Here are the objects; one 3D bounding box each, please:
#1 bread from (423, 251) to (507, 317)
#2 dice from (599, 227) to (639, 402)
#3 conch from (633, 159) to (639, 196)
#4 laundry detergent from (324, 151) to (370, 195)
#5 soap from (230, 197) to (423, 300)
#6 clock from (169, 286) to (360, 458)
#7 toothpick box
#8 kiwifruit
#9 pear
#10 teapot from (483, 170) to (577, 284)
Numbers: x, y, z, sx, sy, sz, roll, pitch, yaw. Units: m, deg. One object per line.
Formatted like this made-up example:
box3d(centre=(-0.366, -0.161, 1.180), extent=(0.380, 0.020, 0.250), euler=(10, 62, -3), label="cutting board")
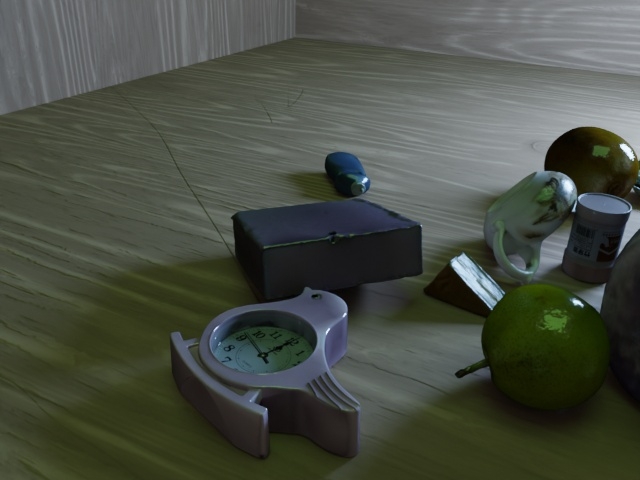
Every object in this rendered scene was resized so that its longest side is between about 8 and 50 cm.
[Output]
box3d(centre=(0.271, 0.103, 1.116), extent=(0.139, 0.084, 0.074), euler=(46, 42, 13), label="bread")
box3d(centre=(0.578, 0.108, 0.839), extent=(0.271, 0.270, 0.270), euler=(-10, 29, -23), label="dice")
box3d(centre=(0.846, -0.152, 1.546), extent=(0.153, 0.102, 0.135), euler=(-38, 48, -3), label="conch")
box3d(centre=(0.073, -0.166, 1.580), extent=(0.096, 0.061, 0.206), euler=(3, 27, -15), label="laundry detergent")
box3d(centre=(0.000, 0.000, 1.150), extent=(0.295, 0.107, 0.285), euler=(-6, 17, -15), label="soap")
box3d(centre=(-0.034, 0.183, 0.874), extent=(0.275, 0.080, 0.290), euler=(-19, 34, -34), label="clock")
box3d(centre=(0.530, -0.005, 1.190), extent=(0.098, 0.149, 0.098), euler=(1, 27, -1), label="toothpick box")
box3d(centre=(0.648, -0.171, 1.479), extent=(0.195, 0.196, 0.234), euler=(0, 32, -3), label="kiwifruit")
box3d(centre=(0.295, 0.156, 0.878), extent=(0.216, 0.166, 0.180), euler=(-19, 39, 10), label="pear")
box3d(centre=(0.422, -0.040, 1.242), extent=(0.139, 0.204, 0.298), euler=(49, 59, -1), label="teapot")
